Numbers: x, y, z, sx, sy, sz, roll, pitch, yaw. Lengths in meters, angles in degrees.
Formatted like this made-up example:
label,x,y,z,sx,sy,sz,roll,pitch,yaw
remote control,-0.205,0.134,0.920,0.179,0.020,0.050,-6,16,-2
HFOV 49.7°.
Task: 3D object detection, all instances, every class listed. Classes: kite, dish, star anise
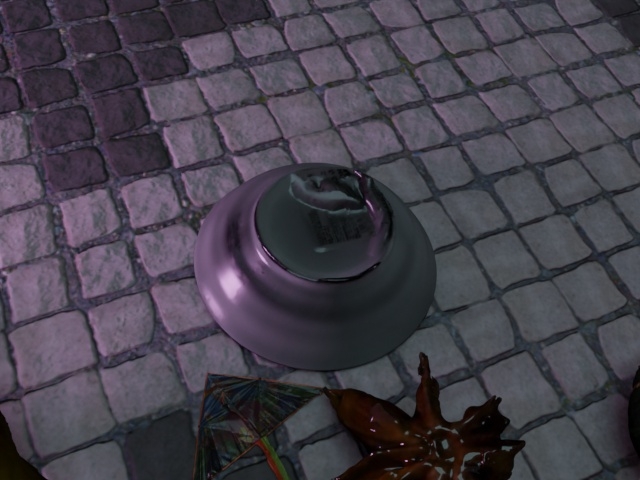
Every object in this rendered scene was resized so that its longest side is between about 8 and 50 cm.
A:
label,x,y,z,sx,sy,sz,roll,pitch,yaw
kite,-0.081,0.207,0.773,0.190,0.010,0.159,-36,68,-25
dish,0.000,0.000,0.860,0.316,0.106,0.317,3,56,-5
star anise,0.117,0.266,0.688,0.237,0.148,0.346,-42,72,-5

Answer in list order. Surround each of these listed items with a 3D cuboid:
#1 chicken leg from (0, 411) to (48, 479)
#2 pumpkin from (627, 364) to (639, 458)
label,x,y,z,sx,sy,sz,roll,pitch,yaw
chicken leg,-0.322,0.227,0.633,0.429,0.153,0.201,33,27,-2
pumpkin,0.433,0.199,0.761,0.190,0.146,0.191,1,80,-7
